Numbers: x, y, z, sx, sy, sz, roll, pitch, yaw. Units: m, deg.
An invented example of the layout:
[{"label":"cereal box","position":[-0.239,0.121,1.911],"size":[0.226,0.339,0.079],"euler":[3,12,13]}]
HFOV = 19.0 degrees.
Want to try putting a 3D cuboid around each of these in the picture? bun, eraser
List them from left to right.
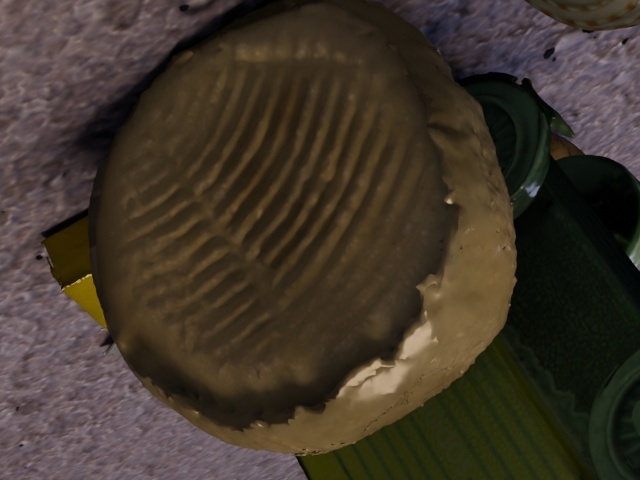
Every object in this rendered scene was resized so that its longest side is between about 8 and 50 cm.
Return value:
[{"label":"eraser","position":[-0.106,0.002,1.229],"size":[0.122,0.045,0.097],"euler":[-27,159,4]},{"label":"bun","position":[0.000,0.000,1.082],"size":[0.259,0.259,0.152],"euler":[-35,157,20]}]

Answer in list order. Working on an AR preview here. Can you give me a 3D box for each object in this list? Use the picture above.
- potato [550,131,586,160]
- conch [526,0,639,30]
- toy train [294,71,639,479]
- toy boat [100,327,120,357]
[{"label":"potato","position":[0.146,-0.034,1.378],"size":[0.107,0.080,0.170],"euler":[-29,156,29]},{"label":"conch","position":[0.156,-0.166,1.063],"size":[0.135,0.102,0.153],"euler":[-10,172,35]},{"label":"toy train","position":[0.122,0.099,1.155],"size":[0.272,0.442,0.179],"euler":[-44,139,15]},{"label":"toy boat","position":[-0.105,0.049,1.348],"size":[0.105,0.034,0.149],"euler":[-20,157,-10]}]
